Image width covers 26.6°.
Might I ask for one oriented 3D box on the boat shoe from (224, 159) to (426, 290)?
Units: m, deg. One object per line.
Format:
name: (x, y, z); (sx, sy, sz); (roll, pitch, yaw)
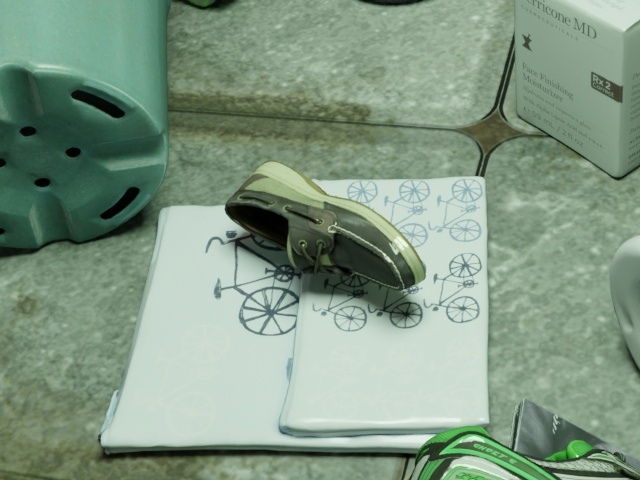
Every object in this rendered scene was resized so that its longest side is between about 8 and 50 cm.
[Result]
boat shoe: (-0.001, -0.001, 1.226); (0.073, 0.080, 0.223); (-41, 47, -20)

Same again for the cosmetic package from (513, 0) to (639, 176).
cosmetic package: (0.296, -0.196, 1.341); (0.151, 0.184, 0.151); (-32, 47, -22)

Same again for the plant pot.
plant pot: (-0.294, -0.196, 1.372); (0.341, 0.341, 0.334); (-11, 51, -1)

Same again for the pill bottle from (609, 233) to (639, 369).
pill bottle: (0.399, 0.024, 1.112); (0.283, 0.161, 0.161); (-22, 45, -12)

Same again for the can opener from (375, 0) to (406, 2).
can opener: (0.182, -0.323, 1.594); (0.283, 0.076, 0.095); (0, 77, 10)

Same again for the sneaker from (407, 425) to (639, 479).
sneaker: (0.215, 0.204, 0.897); (0.343, 0.134, 0.146); (19, 48, -19)

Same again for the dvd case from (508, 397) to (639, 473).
dvd case: (0.197, 0.236, 0.968); (0.164, 0.018, 0.221); (29, 46, -12)

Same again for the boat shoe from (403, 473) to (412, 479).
boat shoe: (0.054, 0.307, 0.928); (0.113, 0.103, 0.302); (18, 49, 12)

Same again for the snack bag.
snack bag: (-0.015, 0.059, 1.245); (0.342, 0.037, 0.323); (-2, 45, 9)

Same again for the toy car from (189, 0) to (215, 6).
toy car: (-0.188, -0.330, 1.666); (0.225, 0.053, 0.239); (21, 52, 28)
